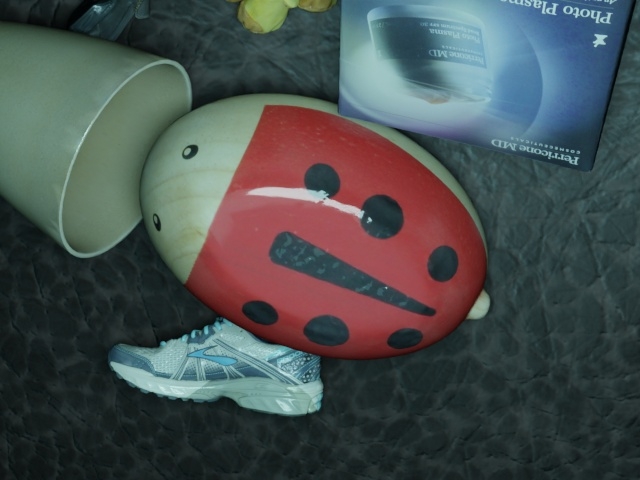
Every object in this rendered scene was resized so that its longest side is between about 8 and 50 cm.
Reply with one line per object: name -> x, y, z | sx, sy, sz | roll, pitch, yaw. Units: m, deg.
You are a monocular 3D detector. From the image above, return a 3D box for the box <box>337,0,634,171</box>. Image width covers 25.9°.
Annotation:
box -> 0.181, -0.253, 1.466 | 0.296, 0.182, 0.294 | 14, 145, 11

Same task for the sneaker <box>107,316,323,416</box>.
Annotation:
sneaker -> -0.131, 0.145, 1.789 | 0.283, 0.110, 0.122 | 7, 91, 6

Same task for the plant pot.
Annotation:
plant pot -> -0.337, -0.155, 1.660 | 0.274, 0.256, 0.256 | 29, 112, 16

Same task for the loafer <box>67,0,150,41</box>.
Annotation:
loafer -> -0.228, -0.295, 1.678 | 0.170, 0.062, 0.061 | -35, 121, 23

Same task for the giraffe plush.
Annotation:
giraffe plush -> -0.049, -0.329, 1.564 | 0.210, 0.170, 0.181 | -35, 98, 19

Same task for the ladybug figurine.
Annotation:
ladybug figurine -> 0.000, 0.000, 1.638 | 0.449, 0.162, 0.305 | 20, 107, -7
